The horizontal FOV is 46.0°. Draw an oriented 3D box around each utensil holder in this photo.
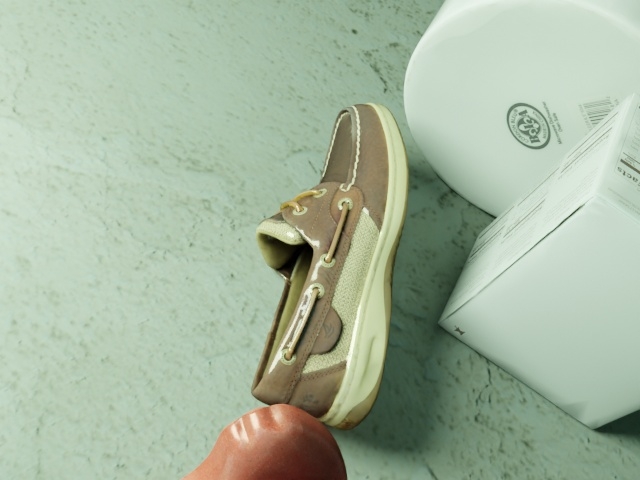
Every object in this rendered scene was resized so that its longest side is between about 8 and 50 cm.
[{"bbox_3d":[0.306,-0.243,0.864,0.327,0.327,0.385,35,57,-1],"label":"utensil holder"}]

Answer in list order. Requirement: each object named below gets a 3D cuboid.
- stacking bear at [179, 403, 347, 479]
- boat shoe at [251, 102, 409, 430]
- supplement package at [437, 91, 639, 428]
[{"bbox_3d":[-0.008,0.279,0.463,0.164,0.175,0.289,44,12,-42],"label":"stacking bear"},{"bbox_3d":[0.000,0.000,0.717,0.123,0.123,0.342,16,63,-15],"label":"boat shoe"},{"bbox_3d":[0.278,0.035,0.721,0.204,0.262,0.145,34,55,-1],"label":"supplement package"}]
